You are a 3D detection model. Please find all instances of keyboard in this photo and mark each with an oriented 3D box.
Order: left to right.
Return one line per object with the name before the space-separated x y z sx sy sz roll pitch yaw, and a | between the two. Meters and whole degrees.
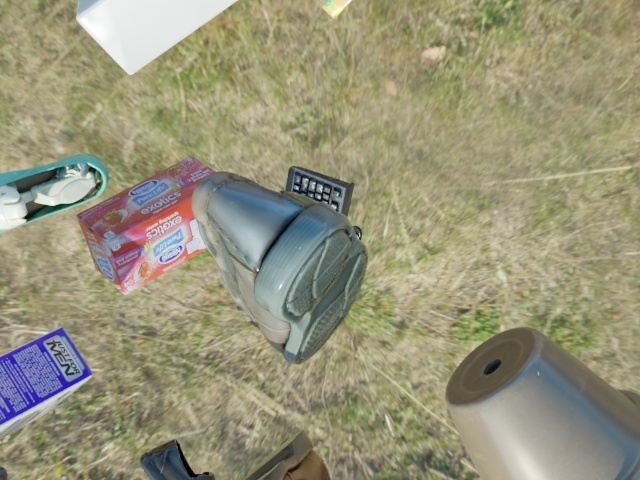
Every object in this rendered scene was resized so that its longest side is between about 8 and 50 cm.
keyboard | 0.000 0.000 1.123 0.108 0.023 0.180 19 131 9

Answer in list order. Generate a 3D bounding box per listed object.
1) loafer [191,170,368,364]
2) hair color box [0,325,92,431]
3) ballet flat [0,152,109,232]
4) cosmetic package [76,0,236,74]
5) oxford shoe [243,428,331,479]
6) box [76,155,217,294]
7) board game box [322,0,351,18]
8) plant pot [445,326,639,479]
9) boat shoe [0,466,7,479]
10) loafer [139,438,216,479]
loafer | -0.024 0.016 0.643 0.084 0.267 0.096 35 79 12
hair color box | -0.544 0.271 1.476 0.185 0.339 0.110 -37 84 36
ballet flat | -0.424 -0.066 1.386 0.247 0.087 0.083 -25 112 -23
cosmetic package | -0.097 -0.385 1.061 0.377 0.284 0.097 -31 130 15
oxford shoe | -0.032 0.207 0.687 0.076 0.212 0.076 -39 85 21
box | -0.296 -0.032 1.735 0.257 0.128 0.122 -32 43 -26
board game box | 0.109 -0.457 1.459 0.039 0.124 0.259 40 127 -10
plant pot | 0.281 0.241 1.211 0.263 0.263 0.229 -41 103 -2
boat shoe | -0.536 0.435 1.471 0.075 0.065 0.206 30 114 4
loafer | -0.195 0.409 1.519 0.078 0.080 0.220 -42 88 -6
